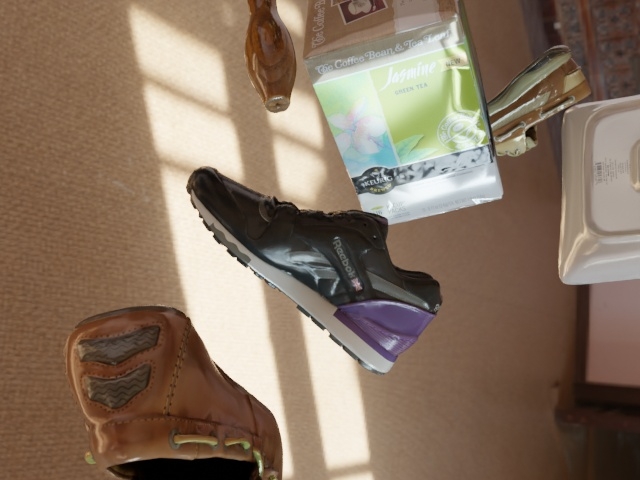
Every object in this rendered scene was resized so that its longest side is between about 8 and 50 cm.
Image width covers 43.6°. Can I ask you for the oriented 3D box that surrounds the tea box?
[{"bbox_3d":[0.129,-0.259,1.225,0.329,0.220,0.323,-87,158,-46],"label":"tea box"}]

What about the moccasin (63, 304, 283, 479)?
[{"bbox_3d":[-0.101,0.191,0.682,0.380,0.139,0.147,85,-5,-60],"label":"moccasin"}]

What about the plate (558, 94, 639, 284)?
[{"bbox_3d":[0.428,-0.088,0.981,0.045,0.278,0.277,43,49,-47],"label":"plate"}]

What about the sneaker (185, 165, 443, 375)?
[{"bbox_3d":[0.000,0.000,0.809,0.283,0.124,0.107,40,8,-12],"label":"sneaker"}]

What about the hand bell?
[{"bbox_3d":[-0.048,-0.201,0.658,0.126,0.126,0.242,35,38,-50],"label":"hand bell"}]

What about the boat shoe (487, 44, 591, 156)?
[{"bbox_3d":[0.337,-0.206,1.434,0.120,0.324,0.122,50,38,1],"label":"boat shoe"}]
